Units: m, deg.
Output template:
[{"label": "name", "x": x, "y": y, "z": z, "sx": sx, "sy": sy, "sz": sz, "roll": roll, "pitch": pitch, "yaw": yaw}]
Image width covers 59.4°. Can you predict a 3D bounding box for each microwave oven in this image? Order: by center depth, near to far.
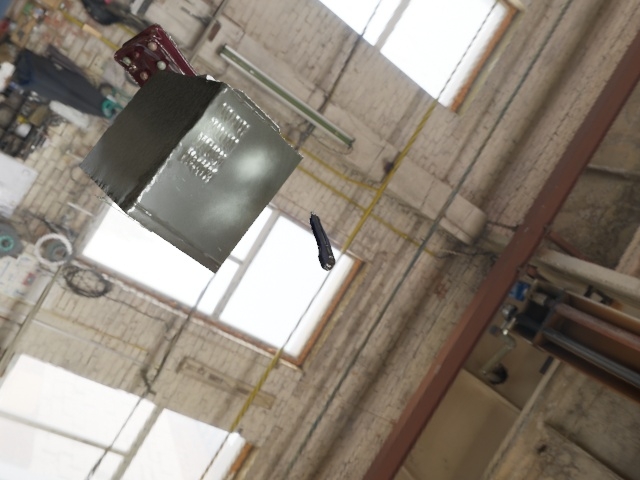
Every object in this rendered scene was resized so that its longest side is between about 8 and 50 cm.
[{"label": "microwave oven", "x": -0.297, "y": -0.179, "z": 1.243, "sx": 0.374, "sy": 0.236, "sz": 0.432, "roll": -53, "pitch": -142, "yaw": -6}]

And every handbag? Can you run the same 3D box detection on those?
[{"label": "handbag", "x": -0.489, "y": -0.514, "z": 1.681, "sx": 0.203, "sy": 0.216, "sz": 0.074, "roll": -7, "pitch": -138, "yaw": 37}]

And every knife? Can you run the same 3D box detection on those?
[{"label": "knife", "x": 0.000, "y": 0.000, "z": 1.007, "sx": 0.018, "sy": 0.031, "sz": 0.121, "roll": -51, "pitch": -130, "yaw": 45}]
